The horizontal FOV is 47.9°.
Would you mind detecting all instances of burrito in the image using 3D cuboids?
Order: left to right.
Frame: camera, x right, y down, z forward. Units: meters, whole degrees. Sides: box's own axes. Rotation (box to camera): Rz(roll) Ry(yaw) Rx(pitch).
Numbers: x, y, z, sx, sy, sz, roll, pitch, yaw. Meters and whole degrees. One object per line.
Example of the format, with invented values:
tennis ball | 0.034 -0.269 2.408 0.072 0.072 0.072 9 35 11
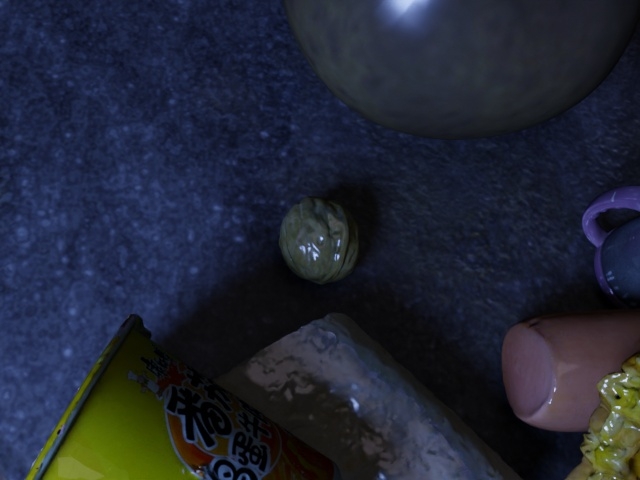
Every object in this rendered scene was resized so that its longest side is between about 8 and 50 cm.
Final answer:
burrito | 0.050 0.176 0.654 0.299 0.105 0.143 38 68 4

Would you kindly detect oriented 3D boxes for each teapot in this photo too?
teapot | 0.370 0.001 0.777 0.116 0.146 0.148 -17 71 -19

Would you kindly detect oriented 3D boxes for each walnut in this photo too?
walnut | 0.000 0.000 0.735 0.092 0.092 0.092 5 66 -10

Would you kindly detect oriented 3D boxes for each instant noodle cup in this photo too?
instant noodle cup | -0.118 0.215 0.526 0.200 0.264 0.264 30 63 -7

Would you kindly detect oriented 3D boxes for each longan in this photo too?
longan | 0.141 -0.268 0.737 0.361 0.361 0.360 5 66 -10

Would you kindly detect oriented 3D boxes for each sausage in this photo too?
sausage | 0.338 0.128 0.728 0.305 0.121 0.121 0 66 -13

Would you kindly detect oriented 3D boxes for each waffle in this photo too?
waffle | 0.281 0.178 0.611 0.249 0.253 0.056 -15 29 -26
